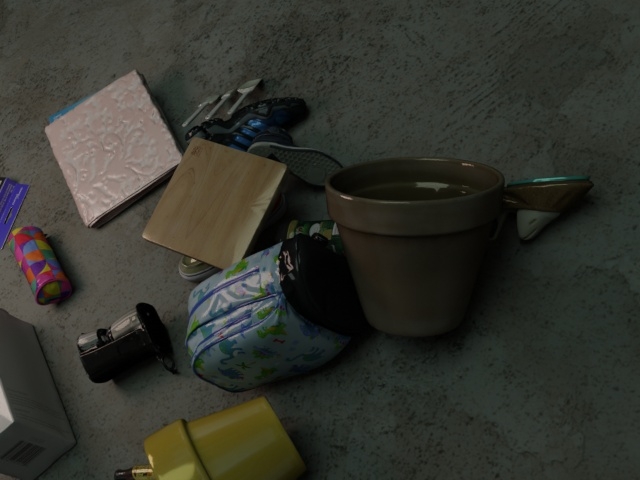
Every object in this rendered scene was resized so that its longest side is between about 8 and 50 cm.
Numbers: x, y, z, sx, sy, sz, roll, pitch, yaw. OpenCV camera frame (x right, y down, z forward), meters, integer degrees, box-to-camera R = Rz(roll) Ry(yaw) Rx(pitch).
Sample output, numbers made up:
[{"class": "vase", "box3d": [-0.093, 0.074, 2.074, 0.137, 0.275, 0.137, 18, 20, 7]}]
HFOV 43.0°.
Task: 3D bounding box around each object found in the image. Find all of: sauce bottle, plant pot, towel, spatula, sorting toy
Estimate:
[{"class": "sauce bottle", "box3d": [-0.374, 0.491, 1.703, 0.128, 0.042, 0.042, -10, 61, 20]}, {"class": "plant pot", "box3d": [-0.167, 0.421, 1.529, 0.239, 0.254, 0.254, -30, 54, -9]}, {"class": "plant pot", "box3d": [0.175, 0.014, 1.513, 0.323, 0.323, 0.280, 8, 113, 29]}, {"class": "towel", "box3d": [-0.538, -0.243, 2.123, 0.317, 0.053, 0.332, -32, 68, 7]}, {"class": "spatula", "box3d": [-0.243, -0.344, 2.013, 0.168, 0.019, 0.242, -11, 24, 17]}, {"class": "sorting toy", "box3d": [-0.215, -0.067, 1.773, 0.255, 0.089, 0.257, 19, 76, 26]}]

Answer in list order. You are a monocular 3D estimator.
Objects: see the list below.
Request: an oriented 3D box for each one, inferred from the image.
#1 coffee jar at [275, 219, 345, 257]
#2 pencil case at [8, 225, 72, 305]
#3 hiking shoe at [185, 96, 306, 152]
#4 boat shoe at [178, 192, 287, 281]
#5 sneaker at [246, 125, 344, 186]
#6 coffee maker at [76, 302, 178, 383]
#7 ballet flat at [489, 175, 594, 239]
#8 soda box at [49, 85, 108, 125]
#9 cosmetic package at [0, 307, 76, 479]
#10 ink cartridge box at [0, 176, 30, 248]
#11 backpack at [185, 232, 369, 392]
[{"class": "coffee jar", "box3d": [0.000, 0.000, 1.743, 0.184, 0.096, 0.079, -1, 62, 27]}, {"class": "pencil case", "box3d": [-0.714, 0.062, 2.063, 0.104, 0.104, 0.236, -41, 52, 2]}, {"class": "hiking shoe", "box3d": [-0.169, -0.257, 1.969, 0.304, 0.132, 0.113, -20, 16, -3]}, {"class": "boat shoe", "box3d": [-0.216, -0.026, 1.863, 0.302, 0.094, 0.109, -41, 54, 2]}, {"class": "sneaker", "box3d": [-0.053, -0.198, 1.878, 0.226, 0.163, 0.086, 16, 110, -6]}, {"class": "coffee maker", "box3d": [-0.436, 0.249, 1.813, 0.178, 0.120, 0.171, -29, 56, 10]}, {"class": "ballet flat", "box3d": [0.361, -0.062, 1.602, 0.342, 0.116, 0.124, 1, 85, 27]}, {"class": "soda box", "box3d": [-0.647, -0.346, 2.259, 0.210, 0.067, 0.071, -24, 56, 14]}, {"class": "cosmetic package", "box3d": [-0.734, 0.334, 1.859, 0.156, 0.217, 0.385, -39, 53, 3]}, {"class": "ink cartridge box", "box3d": [-0.939, -0.082, 2.278, 0.208, 0.045, 0.206, 4, 67, 27]}, {"class": "backpack", "box3d": [-0.108, 0.153, 1.612, 0.356, 0.290, 0.273, -8, 63, 32]}]
